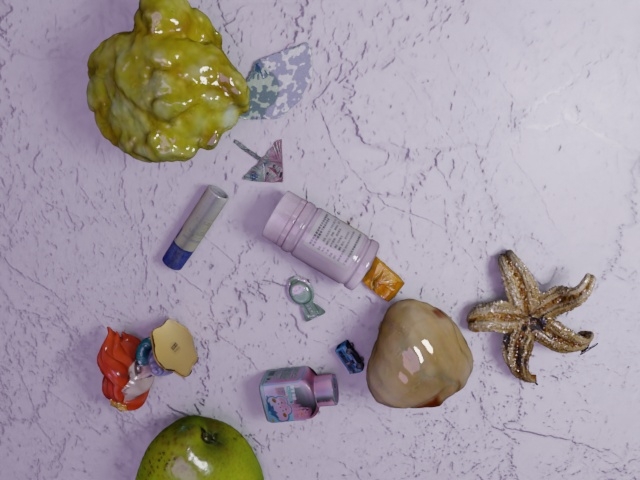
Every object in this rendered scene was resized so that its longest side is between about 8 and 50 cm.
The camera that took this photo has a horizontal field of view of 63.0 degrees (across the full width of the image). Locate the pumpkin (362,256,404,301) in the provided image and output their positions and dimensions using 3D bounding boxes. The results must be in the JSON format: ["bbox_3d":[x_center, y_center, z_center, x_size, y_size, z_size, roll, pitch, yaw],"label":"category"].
[{"bbox_3d":[0.150,0.097,1.267,0.101,0.035,0.073,38,105,-1],"label":"pumpkin"}]

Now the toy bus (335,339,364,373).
[{"bbox_3d":[0.075,0.299,1.331,0.046,0.038,0.083,-31,97,20],"label":"toy bus"}]

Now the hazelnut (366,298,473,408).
[{"bbox_3d":[0.214,0.263,1.221,0.261,0.241,0.261,-8,114,-18],"label":"hazelnut"}]

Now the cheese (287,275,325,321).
[{"bbox_3d":[-0.041,0.145,1.312,0.067,0.026,0.120,-27,100,15],"label":"cheese"}]

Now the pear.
[{"bbox_3d":[-0.338,0.620,1.384,0.343,0.238,0.318,3,114,8],"label":"pear"}]

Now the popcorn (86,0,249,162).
[{"bbox_3d":[-0.338,-0.323,1.095,0.334,0.293,0.292,-32,128,17],"label":"popcorn"}]

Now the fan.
[{"bbox_3d":[-0.108,-0.353,1.193,0.240,0.009,0.131,-35,98,16],"label":"fan"}]

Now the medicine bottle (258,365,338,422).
[{"bbox_3d":[-0.052,0.394,1.347,0.188,0.094,0.119,-9,102,11],"label":"medicine bottle"}]

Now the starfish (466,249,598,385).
[{"bbox_3d":[0.501,0.175,1.201,0.303,0.113,0.312,32,117,2],"label":"starfish"}]

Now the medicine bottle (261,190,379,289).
[{"bbox_3d":[0.000,0.000,1.212,0.250,0.133,0.133,29,108,0],"label":"medicine bottle"}]

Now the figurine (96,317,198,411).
[{"bbox_3d":[-0.473,0.319,1.362,0.257,0.181,0.208,-32,138,17],"label":"figurine"}]

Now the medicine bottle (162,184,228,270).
[{"bbox_3d":[-0.310,-0.029,1.288,0.059,0.059,0.231,37,107,-3],"label":"medicine bottle"}]

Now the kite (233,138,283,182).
[{"bbox_3d":[-0.141,-0.195,1.244,0.137,0.005,0.152,-43,95,14],"label":"kite"}]
